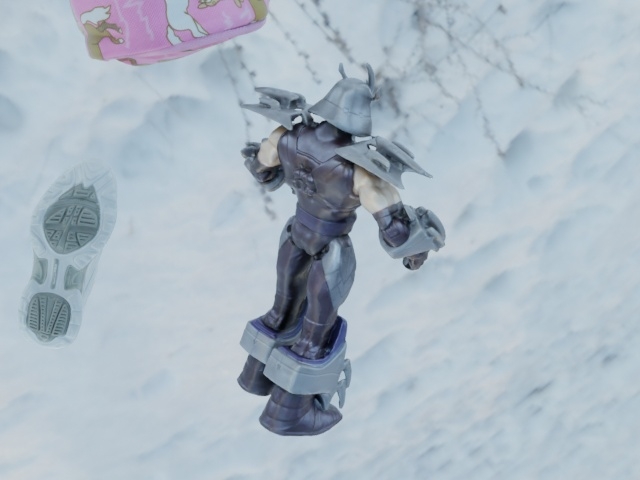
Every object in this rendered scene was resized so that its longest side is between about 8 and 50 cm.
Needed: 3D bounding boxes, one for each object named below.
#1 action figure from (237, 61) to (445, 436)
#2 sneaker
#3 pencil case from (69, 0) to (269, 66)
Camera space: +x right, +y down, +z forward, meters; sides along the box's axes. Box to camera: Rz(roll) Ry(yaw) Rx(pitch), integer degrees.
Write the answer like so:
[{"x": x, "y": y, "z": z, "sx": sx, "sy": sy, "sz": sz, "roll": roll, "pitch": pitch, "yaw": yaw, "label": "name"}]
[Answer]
[{"x": 0.000, "y": 0.000, "z": 0.823, "sx": 0.099, "sy": 0.185, "sz": 0.285, "roll": -6, "pitch": 120, "yaw": -38, "label": "action figure"}, {"x": -0.290, "y": 0.003, "z": 1.253, "sx": 0.090, "sy": 0.115, "sz": 0.232, "roll": 20, "pitch": 109, "yaw": -9, "label": "sneaker"}, {"x": -0.164, "y": -0.338, "z": 0.875, "sx": 0.160, "sy": 0.167, "sz": 0.386, "roll": -13, "pitch": 105, "yaw": 14, "label": "pencil case"}]
